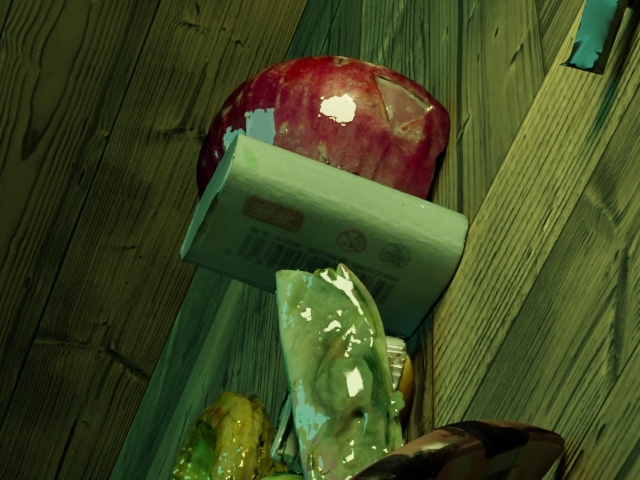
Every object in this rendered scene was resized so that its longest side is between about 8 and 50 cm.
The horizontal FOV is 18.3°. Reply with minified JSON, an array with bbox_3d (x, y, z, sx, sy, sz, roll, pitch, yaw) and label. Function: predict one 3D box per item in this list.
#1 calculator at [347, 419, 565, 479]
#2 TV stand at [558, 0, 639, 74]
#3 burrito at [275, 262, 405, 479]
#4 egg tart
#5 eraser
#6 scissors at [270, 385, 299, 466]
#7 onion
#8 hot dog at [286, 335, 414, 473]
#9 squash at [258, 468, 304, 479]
[{"bbox_3d":[0.033,0.207,1.202,0.329,0.048,0.220,-11,-49,-59],"label":"calculator"},{"bbox_3d":[0.236,-0.244,1.488,0.042,0.036,0.249,19,-91,-58],"label":"TV stand"},{"bbox_3d":[0.021,0.138,1.690,0.066,0.096,0.309,82,176,-50],"label":"burrito"},{"bbox_3d":[-0.101,0.308,2.150,0.294,0.123,0.294,-163,90,-78],"label":"egg tart"},{"bbox_3d":[0.000,0.000,1.827,0.174,0.227,0.081,123,164,-56],"label":"eraser"},{"bbox_3d":[-0.022,0.153,1.809,0.204,0.027,0.101,-76,5,-72],"label":"scissors"},{"bbox_3d":[-0.008,-0.075,2.056,0.272,0.230,0.256,-73,6,-65],"label":"onion"},{"bbox_3d":[0.015,0.210,1.797,0.144,0.075,0.268,-124,57,-73],"label":"hot dog"},{"bbox_3d":[-0.017,0.298,1.613,0.287,0.137,0.137,-93,24,-74],"label":"squash"}]
